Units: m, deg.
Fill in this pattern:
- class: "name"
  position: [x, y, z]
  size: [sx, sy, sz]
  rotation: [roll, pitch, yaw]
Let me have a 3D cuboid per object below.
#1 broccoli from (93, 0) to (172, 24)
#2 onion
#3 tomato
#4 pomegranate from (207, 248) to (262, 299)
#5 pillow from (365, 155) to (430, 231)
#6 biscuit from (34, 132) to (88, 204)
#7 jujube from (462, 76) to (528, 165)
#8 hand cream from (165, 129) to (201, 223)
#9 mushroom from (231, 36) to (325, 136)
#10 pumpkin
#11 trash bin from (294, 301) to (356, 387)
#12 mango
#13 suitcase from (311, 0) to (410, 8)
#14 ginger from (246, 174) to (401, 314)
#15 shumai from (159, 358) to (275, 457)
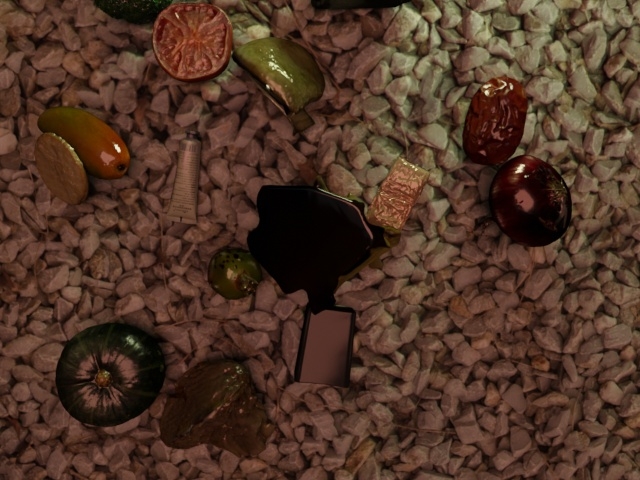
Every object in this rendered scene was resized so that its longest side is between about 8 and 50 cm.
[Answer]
- class: "broccoli"
  position: [-0.514, -0.730, 1.361]
  size: [0.242, 0.261, 0.269]
  rotation: [56, 131, 17]
- class: "onion"
  position: [0.593, -0.107, 1.476]
  size: [0.273, 0.285, 0.273]
  rotation: [12, 68, -30]
- class: "tomato"
  position: [-0.356, -0.563, 1.432]
  size: [0.236, 0.095, 0.237]
  rotation: [0, 94, 2]
- class: "pomegranate"
  position: [-0.242, 0.101, 1.449]
  size: [0.159, 0.205, 0.159]
  rotation: [-9, 108, -28]
- class: "pillow"
  position: [0.233, -0.132, 1.523]
  size: [0.126, 0.043, 0.233]
  rotation: [28, 96, 1]
- class: "biscuit"
  position: [-0.738, -0.199, 1.422]
  size: [0.219, 0.033, 0.220]
  rotation: [17, 125, 25]
- class: "jujube"
  position: [0.505, -0.341, 1.448]
  size: [0.174, 0.174, 0.251]
  rotation: [14, 87, -4]
- class: "hand cream"
  position: [-0.397, -0.188, 1.487]
  size: [0.095, 0.059, 0.276]
  rotation: [10, 100, -4]
- class: "mushroom"
  position: [-0.092, -0.454, 1.391]
  size: [0.212, 0.217, 0.292]
  rotation: [-32, 95, -3]
- class: "pumpkin"
  position: [-0.602, 0.385, 1.456]
  size: [0.300, 0.207, 0.300]
  rotation: [1, 81, -5]
- class: "trash bin"
  position: [0.017, 0.313, 1.518]
  size: [0.165, 0.115, 0.226]
  rotation: [8, 93, -4]
- class: "mango"
  position: [-0.663, -0.285, 1.424]
  size: [0.289, 0.129, 0.146]
  rotation: [43, 118, -1]
- class: "suitcase"
  position: [0.118, -0.731, 1.382]
  size: [0.312, 0.202, 0.128]
  rotation: [-2, 95, -3]
- class: "ginger"
  position: [0.000, 0.000, 1.468]
  size: [0.413, 0.211, 0.359]
  rotation: [26, 107, 5]
- class: "shumai"
  position: [-0.293, 0.518, 1.525]
  size: [0.346, 0.217, 0.283]
  rotation: [-47, 127, 12]
